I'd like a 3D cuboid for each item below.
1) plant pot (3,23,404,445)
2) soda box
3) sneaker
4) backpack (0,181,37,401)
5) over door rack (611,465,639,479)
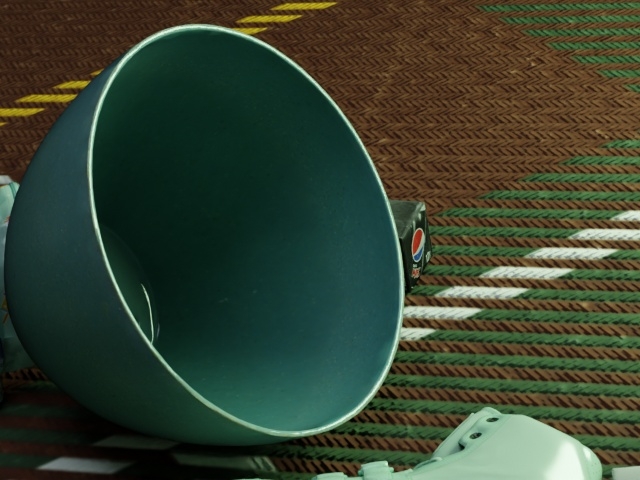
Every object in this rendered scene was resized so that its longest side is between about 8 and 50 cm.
[{"bbox_3d":[-0.110,0.019,1.301,0.195,0.290,0.290,-23,18,39],"label":"plant pot"},{"bbox_3d":[0.000,0.000,1.474,0.169,0.053,0.060,4,33,23],"label":"soda box"},{"bbox_3d":[0.049,0.165,1.145,0.256,0.094,0.151,6,34,18],"label":"sneaker"},{"bbox_3d":[-0.283,0.018,1.396,0.144,0.188,0.166,-15,30,-8],"label":"backpack"},{"bbox_3d":[0.283,0.207,0.989,0.239,0.108,0.324,-5,30,6],"label":"over door rack"}]
